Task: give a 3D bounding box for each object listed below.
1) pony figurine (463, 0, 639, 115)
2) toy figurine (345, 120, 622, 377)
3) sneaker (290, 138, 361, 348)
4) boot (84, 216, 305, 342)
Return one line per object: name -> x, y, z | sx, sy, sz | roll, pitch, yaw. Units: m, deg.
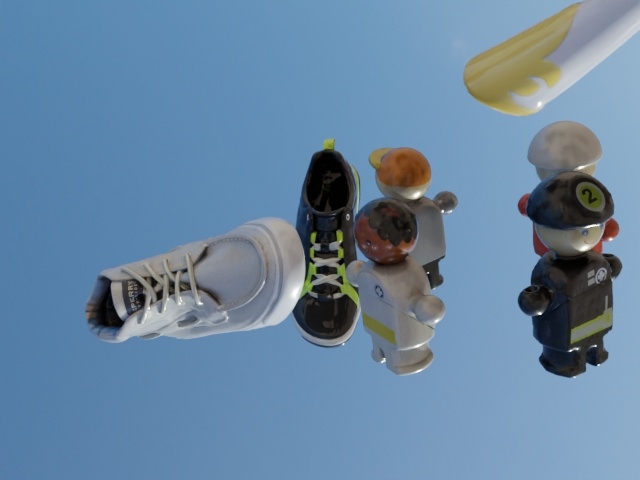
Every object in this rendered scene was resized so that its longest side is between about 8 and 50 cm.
pony figurine -> 0.274, -0.158, 0.432 | 0.351, 0.363, 0.303 | 19, -119, -3
toy figurine -> 0.127, -0.002, 0.752 | 0.209, 0.148, 0.213 | -1, -156, 15
sneaker -> 0.000, 0.000, 1.063 | 0.084, 0.097, 0.235 | -3, -111, 8
boot -> -0.123, 0.048, 0.851 | 0.123, 0.258, 0.095 | -7, -103, -33
